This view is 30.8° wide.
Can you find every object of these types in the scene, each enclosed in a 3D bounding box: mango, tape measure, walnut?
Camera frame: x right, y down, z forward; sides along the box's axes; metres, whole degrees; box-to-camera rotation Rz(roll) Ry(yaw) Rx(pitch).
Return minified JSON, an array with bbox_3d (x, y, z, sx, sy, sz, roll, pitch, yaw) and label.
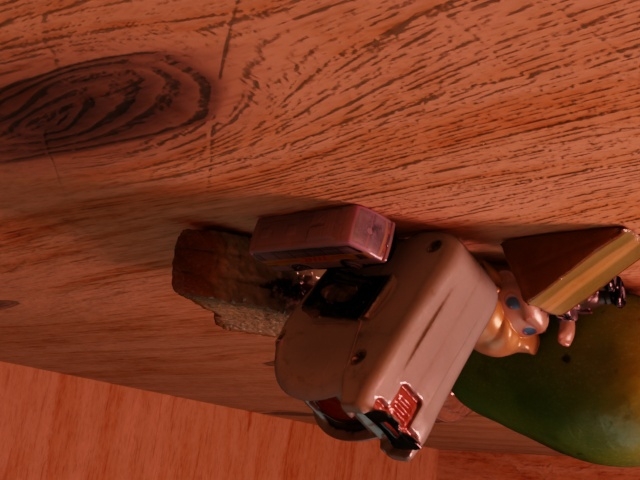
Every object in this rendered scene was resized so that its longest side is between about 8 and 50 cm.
[{"bbox_3d":[0.321,0.171,1.456,0.382,0.201,0.225,-4,135,42],"label":"mango"},{"bbox_3d":[0.059,0.103,1.268,0.246,0.243,0.125,-2,135,49],"label":"tape measure"},{"bbox_3d":[0.208,0.249,2.010,0.140,0.140,0.162,-4,173,40],"label":"walnut"}]

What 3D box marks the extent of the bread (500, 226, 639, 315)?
[{"bbox_3d":[0.272,0.005,1.230,0.074,0.084,0.139,19,131,-38],"label":"bread"}]

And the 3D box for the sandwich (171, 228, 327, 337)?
[{"bbox_3d":[-0.037,0.068,1.471,0.254,0.099,0.288,11,167,13],"label":"sandwich"}]

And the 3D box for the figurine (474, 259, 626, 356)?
[{"bbox_3d":[0.250,0.075,1.341,0.196,0.108,0.114,-9,147,29],"label":"figurine"}]

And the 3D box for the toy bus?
[{"bbox_3d":[0.000,0.000,1.268,0.172,0.057,0.072,-7,151,46],"label":"toy bus"}]
